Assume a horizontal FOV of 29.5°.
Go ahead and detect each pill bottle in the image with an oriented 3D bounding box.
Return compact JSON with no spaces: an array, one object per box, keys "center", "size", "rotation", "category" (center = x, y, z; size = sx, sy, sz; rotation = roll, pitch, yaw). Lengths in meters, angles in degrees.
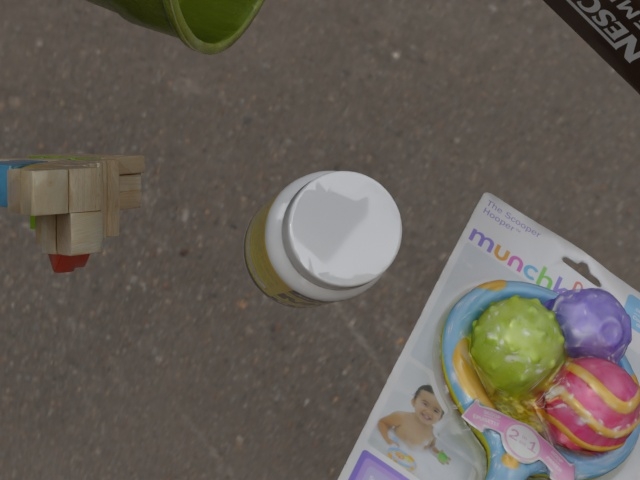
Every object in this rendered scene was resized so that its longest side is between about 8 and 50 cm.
[{"center":[0.000,0.000,1.116],"size":[0.119,0.208,0.119],"rotation":[1,84,-11],"category":"pill bottle"}]

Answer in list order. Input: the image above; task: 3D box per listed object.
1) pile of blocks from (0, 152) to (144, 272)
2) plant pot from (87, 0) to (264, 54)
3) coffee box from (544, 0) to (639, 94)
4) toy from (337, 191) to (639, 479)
[{"center":[-0.281,-0.029,1.279],"size":[0.149,0.362,0.112],"rotation":[1,96,0],"category":"pile of blocks"},{"center":[-0.221,-0.379,1.053],"size":[0.353,0.366,0.366],"rotation":[15,55,12],"category":"plant pot"},{"center":[0.199,-0.166,0.520],"size":[0.141,0.246,0.098],"rotation":[41,65,-11],"category":"coffee box"},{"center":[0.109,0.073,0.578],"size":[0.137,0.056,0.237],"rotation":[34,50,-2],"category":"toy"}]
